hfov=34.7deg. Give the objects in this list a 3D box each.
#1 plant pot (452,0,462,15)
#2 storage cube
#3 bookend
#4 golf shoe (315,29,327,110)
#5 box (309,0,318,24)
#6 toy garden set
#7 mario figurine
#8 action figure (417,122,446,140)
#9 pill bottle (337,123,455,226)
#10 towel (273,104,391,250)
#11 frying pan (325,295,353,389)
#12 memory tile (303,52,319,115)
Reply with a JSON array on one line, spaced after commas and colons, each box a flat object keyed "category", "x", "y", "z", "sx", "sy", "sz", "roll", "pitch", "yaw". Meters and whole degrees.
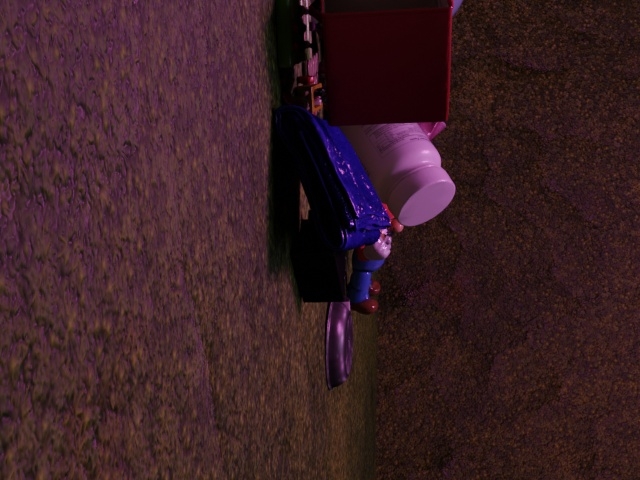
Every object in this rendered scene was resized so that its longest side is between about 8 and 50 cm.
[{"category": "plant pot", "x": 0.140, "y": -0.525, "z": 2.261, "sx": 0.195, "sy": 0.290, "sz": 0.290, "roll": -57, "pitch": 162, "yaw": -16}, {"category": "storage cube", "x": 0.095, "y": -0.305, "z": 1.572, "sx": 0.183, "sy": 0.215, "sz": 0.193, "roll": -92, "pitch": 178, "yaw": -52}, {"category": "bookend", "x": 0.000, "y": 0.000, "z": 1.725, "sx": 0.157, "sy": 0.072, "sz": 0.156, "roll": 78, "pitch": 13, "yaw": -57}, {"category": "golf shoe", "x": 0.064, "y": -0.392, "z": 1.945, "sx": 0.140, "sy": 0.115, "sz": 0.306, "roll": -21, "pitch": 123, "yaw": -43}, {"category": "box", "x": 0.013, "y": -0.463, "z": 1.772, "sx": 0.130, "sy": 0.091, "sz": 0.170, "roll": -70, "pitch": 158, "yaw": -72}, {"category": "toy garden set", "x": -0.024, "y": -0.289, "z": 1.627, "sx": 0.244, "sy": 0.049, "sz": 0.203, "roll": -64, "pitch": 153, "yaw": -75}, {"category": "mario figurine", "x": 0.141, "y": 0.020, "z": 2.454, "sx": 0.198, "sy": 0.170, "sz": 0.320, "roll": 46, "pitch": -39, "yaw": 46}, {"category": "action figure", "x": 0.165, "y": -0.236, "z": 2.620, "sx": 0.275, "sy": 0.248, "sz": 0.370, "roll": 49, "pitch": 55, "yaw": -25}, {"category": "pill bottle", "x": 0.144, "y": -0.175, "z": 2.090, "sx": 0.283, "sy": 0.160, "sz": 0.160, "roll": 59, "pitch": -10, "yaw": 29}, {"category": "towel", "x": 0.029, "y": -0.097, "z": 1.597, "sx": 0.308, "sy": 0.076, "sz": 0.227, "roll": -3, "pitch": 72, "yaw": -79}, {"category": "frying pan", "x": 0.047, "y": 0.193, "z": 2.241, "sx": 0.326, "sy": 0.053, "sz": 0.197, "roll": -69, "pitch": 158, "yaw": -64}, {"category": "memory tile", "x": -0.016, "y": -0.277, "z": 1.852, "sx": 0.148, "sy": 0.012, "sz": 0.113, "roll": -69, "pitch": 157, "yaw": -74}]
